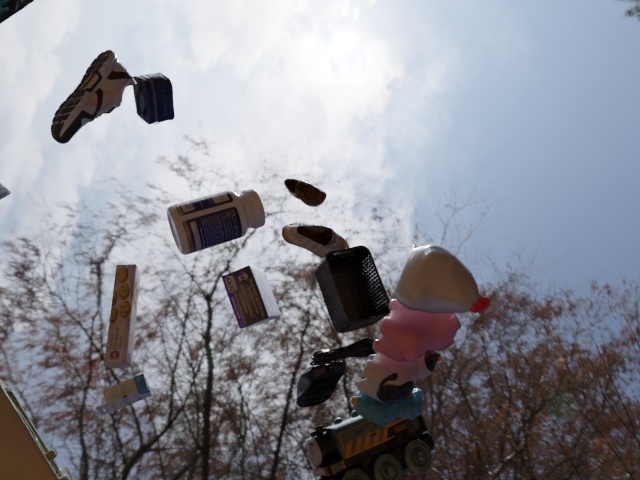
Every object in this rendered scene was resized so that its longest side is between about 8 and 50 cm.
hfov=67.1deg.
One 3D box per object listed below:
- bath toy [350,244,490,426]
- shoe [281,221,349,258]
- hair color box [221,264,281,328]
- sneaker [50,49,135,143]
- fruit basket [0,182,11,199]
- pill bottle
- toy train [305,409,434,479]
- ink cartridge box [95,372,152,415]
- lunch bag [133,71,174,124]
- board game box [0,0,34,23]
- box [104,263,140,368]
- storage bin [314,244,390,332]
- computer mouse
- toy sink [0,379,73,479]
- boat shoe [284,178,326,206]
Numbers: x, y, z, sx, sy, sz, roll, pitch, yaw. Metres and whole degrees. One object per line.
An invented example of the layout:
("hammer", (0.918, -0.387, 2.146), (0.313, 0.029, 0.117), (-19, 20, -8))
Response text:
("bath toy", (0.154, 0.154, 0.751), (0.129, 0.348, 0.151), (22, -139, 11))
("shoe", (0.000, 0.000, 1.294), (0.058, 0.219, 0.076), (-24, -121, 47))
("hair color box", (-0.235, 0.203, 1.700), (0.110, 0.339, 0.185), (-21, -99, -2))
("sneaker", (-0.227, -0.138, 0.487), (0.040, 0.044, 0.109), (16, -110, 39))
("fruit basket", (-0.359, 0.044, 0.276), (0.327, 0.165, 0.353), (-36, -173, -21))
("pill bottle", (-0.311, -0.065, 1.452), (0.265, 0.153, 0.153), (-18, -138, -23))
("toy train", (0.123, 0.507, 1.183), (0.190, 0.334, 0.142), (69, -27, 18))
("ink cartridge box", (-0.331, 0.258, 0.808), (0.083, 0.048, 0.028), (-19, -120, -20))
("lunch bag", (-0.335, -0.278, 0.958), (0.067, 0.065, 0.098), (36, -46, 36))
("board game box", (-0.572, -0.401, 0.803), (0.186, 0.026, 0.126), (-53, -176, -23))
("box", (-0.606, 0.227, 1.487), (0.067, 0.063, 0.324), (-2, -120, -6))
("storage bin", (0.075, 0.115, 1.143), (0.084, 0.122, 0.180), (-51, -126, 58))
("computer mouse", (0.036, 0.301, 1.135), (0.262, 0.184, 0.060), (106, -31, -46))
("toy sink", (-0.409, 0.309, 0.621), (0.131, 0.234, 0.153), (-31, 177, -32))
("boat shoe", (-0.052, -0.151, 1.486), (0.178, 0.060, 0.064), (27, -95, 48))
